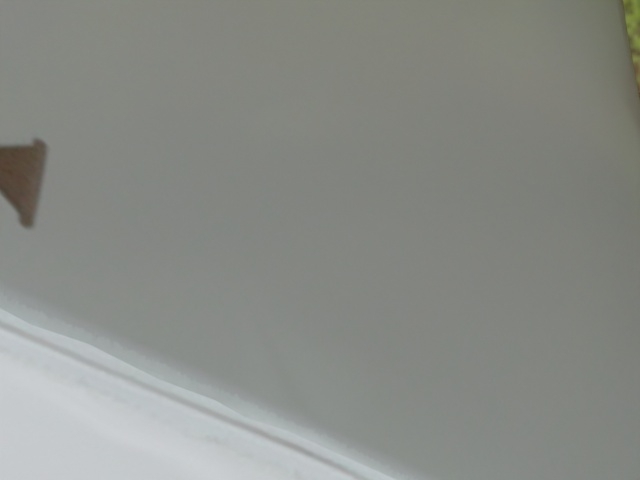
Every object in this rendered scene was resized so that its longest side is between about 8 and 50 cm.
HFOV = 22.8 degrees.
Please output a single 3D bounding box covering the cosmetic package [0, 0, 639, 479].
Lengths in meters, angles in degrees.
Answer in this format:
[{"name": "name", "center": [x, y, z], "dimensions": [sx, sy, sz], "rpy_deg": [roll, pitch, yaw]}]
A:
[{"name": "cosmetic package", "center": [-0.111, 0.049, 0.627], "dimensions": [0.394, 0.327, 0.329], "rpy_deg": [-43, 32, 36]}]
